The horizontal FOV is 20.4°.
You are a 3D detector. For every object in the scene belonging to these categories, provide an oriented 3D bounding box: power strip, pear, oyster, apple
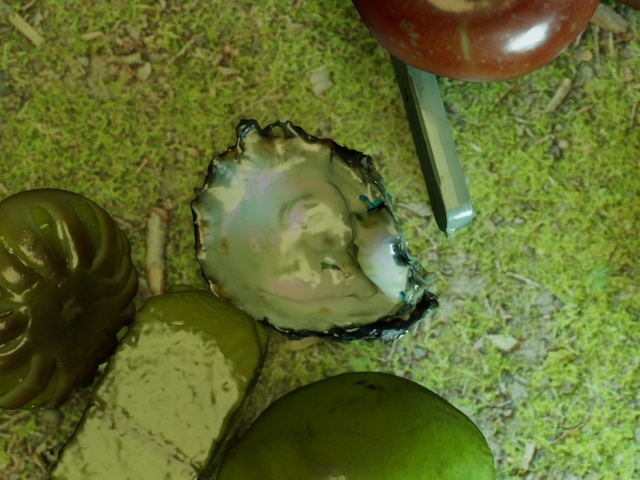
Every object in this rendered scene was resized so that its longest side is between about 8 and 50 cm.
[{"bbox_3d":[0.106,-0.114,1.740,0.029,0.080,0.226,-15,86,-6],"label":"power strip"},{"bbox_3d":[0.034,0.225,1.647,0.269,0.212,0.212,-10,85,-19],"label":"pear"},{"bbox_3d":[-0.001,0.000,1.729,0.260,0.092,0.198,25,85,10],"label":"oyster"},{"bbox_3d":[0.136,-0.275,1.619,0.260,0.216,0.260,1,101,5],"label":"apple"}]

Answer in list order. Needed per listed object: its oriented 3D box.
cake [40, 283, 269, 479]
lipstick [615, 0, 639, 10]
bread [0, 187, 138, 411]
[{"bbox_3d":[-0.151,0.172,1.662,0.156,0.179,0.260,30,82,0],"label":"cake"},{"bbox_3d":[0.288,-0.270,1.760,0.419,0.077,0.077,19,85,-1],"label":"lipstick"},{"bbox_3d":[-0.257,0.060,1.670,0.213,0.105,0.213,-11,106,-42],"label":"bread"}]
